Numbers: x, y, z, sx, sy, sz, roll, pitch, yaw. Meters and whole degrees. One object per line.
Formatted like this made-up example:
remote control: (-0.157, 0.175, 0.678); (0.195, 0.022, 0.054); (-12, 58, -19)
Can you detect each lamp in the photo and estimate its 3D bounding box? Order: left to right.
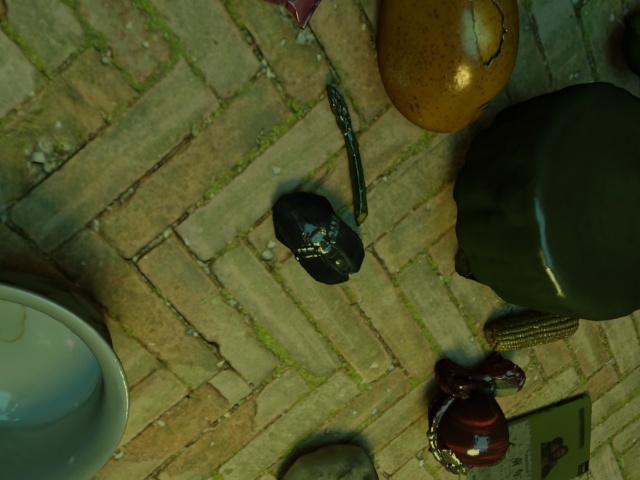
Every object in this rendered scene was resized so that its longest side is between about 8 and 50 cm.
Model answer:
lamp: (0.315, 0.355, 0.864); (0.214, 0.151, 0.224); (1, 107, -20)

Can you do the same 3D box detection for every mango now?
mango: (0.166, -0.291, 0.578); (0.159, 0.191, 0.291); (-20, 108, -16)

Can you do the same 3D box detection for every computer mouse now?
computer mouse: (0.000, 0.000, 0.698); (0.105, 0.062, 0.192); (-41, 113, 2)

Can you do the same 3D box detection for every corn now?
corn: (0.433, 0.182, 0.881); (0.207, 0.068, 0.068); (-11, 112, -10)

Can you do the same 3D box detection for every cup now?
cup: (-0.434, 0.179, 0.585); (0.346, 0.163, 0.348); (-5, 111, -13)

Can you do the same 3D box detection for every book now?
book: (0.495, 0.519, 1.036); (0.351, 0.035, 0.240); (-14, 110, -10)

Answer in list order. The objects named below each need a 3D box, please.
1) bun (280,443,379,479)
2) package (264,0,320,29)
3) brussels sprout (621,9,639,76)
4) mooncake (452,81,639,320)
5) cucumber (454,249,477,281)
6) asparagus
bun: (0.022, 0.525, 0.854); (0.230, 0.133, 0.231); (-5, 112, -13)
package: (-0.042, -0.335, 0.586); (0.083, 0.029, 0.059); (29, 96, -14)
brussels sprout: (0.588, -0.320, 0.687); (0.183, 0.145, 0.132); (19, 132, 22)
mooncake: (0.390, -0.059, 0.687); (0.355, 0.194, 0.357); (-1, 92, -24)
cucumber: (0.390, 0.072, 0.826); (0.299, 0.072, 0.072); (16, 104, -20)
asparagus: (0.049, -0.129, 0.684); (0.034, 0.027, 0.236); (-23, 114, -19)
